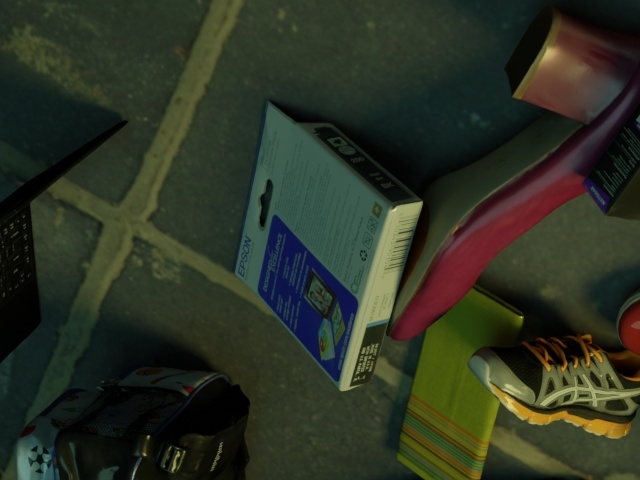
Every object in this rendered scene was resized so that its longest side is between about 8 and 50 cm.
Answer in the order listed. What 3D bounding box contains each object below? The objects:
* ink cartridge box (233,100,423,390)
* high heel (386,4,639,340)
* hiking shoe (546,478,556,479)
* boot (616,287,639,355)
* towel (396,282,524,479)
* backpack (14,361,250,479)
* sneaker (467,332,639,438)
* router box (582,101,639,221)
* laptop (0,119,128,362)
[{"bbox_3d":[0.000,0.000,1.265,0.208,0.045,0.206,44,132,40],"label":"ink cartridge box"},{"bbox_3d":[0.197,-0.023,1.183,0.181,0.127,0.377,20,130,-12],"label":"high heel"},{"bbox_3d":[0.147,0.319,1.357,0.304,0.132,0.113,-15,110,25],"label":"hiking shoe"},{"bbox_3d":[0.372,0.101,1.144,0.244,0.176,0.088,0,117,21],"label":"boot"},{"bbox_3d":[0.138,0.149,1.317,0.102,0.021,0.237,32,125,33],"label":"towel"},{"bbox_3d":[-0.181,0.254,1.366,0.213,0.263,0.276,13,112,21],"label":"backpack"},{"bbox_3d":[0.223,0.121,1.227,0.215,0.084,0.083,14,115,-38],"label":"sneaker"},{"bbox_3d":[0.323,-0.070,1.090,0.179,0.046,0.133,9,127,-33],"label":"router box"},{"bbox_3d":[-0.290,0.033,1.307,0.136,0.234,0.264,9,117,16],"label":"laptop"}]
